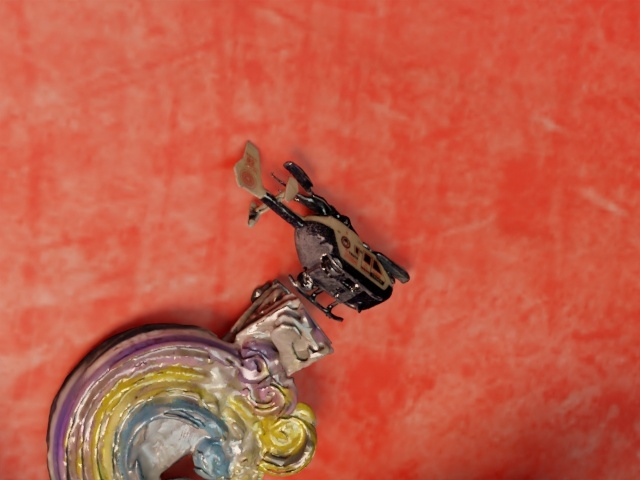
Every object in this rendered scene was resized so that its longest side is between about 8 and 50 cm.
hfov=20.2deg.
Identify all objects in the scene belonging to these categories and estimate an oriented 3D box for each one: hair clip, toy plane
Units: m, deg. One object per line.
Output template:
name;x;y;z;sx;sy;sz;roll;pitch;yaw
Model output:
hair clip;-0.070;0.091;0.887;0.172;0.049;0.116;-41;103;-3
toy plane;0.000;0.000;0.897;0.120;0.031;0.049;39;42;-27
